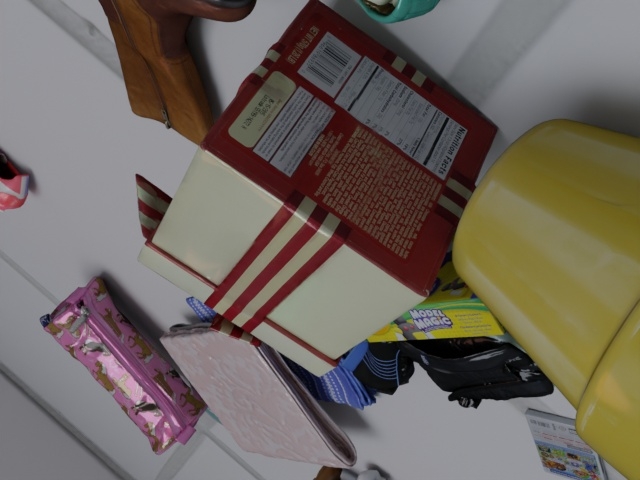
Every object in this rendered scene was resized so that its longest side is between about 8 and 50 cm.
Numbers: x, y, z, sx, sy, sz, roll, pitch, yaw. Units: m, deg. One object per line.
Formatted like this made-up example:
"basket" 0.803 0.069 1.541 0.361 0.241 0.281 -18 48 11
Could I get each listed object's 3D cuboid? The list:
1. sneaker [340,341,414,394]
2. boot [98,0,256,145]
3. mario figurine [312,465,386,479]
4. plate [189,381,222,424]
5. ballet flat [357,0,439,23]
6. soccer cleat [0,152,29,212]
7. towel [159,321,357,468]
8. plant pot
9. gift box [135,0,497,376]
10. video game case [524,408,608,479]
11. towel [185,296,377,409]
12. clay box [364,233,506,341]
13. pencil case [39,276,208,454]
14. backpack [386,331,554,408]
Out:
"sneaker" 0.099 0.142 0.969 0.090 0.081 0.232 35 153 6
"boot" -0.160 -0.207 0.819 0.264 0.096 0.280 24 143 24
"mario figurine" 0.139 0.535 1.361 0.321 0.170 0.198 29 -178 37
"plate" -0.220 0.360 1.575 0.188 0.024 0.188 26 143 21
"ballet flat" 0.001 -0.274 0.587 0.247 0.087 0.083 45 147 -3
"soccer cleat" -0.665 -0.157 1.414 0.248 0.083 0.095 40 117 12
"towel" -0.120 0.273 1.296 0.332 0.053 0.317 -13 115 53
"plant pot" 0.246 0.029 0.563 0.239 0.254 0.254 39 150 34
"gift box" -0.023 -0.054 0.718 0.276 0.255 0.258 37 145 -3
"video game case" 0.322 0.273 0.944 0.087 0.011 0.122 5 132 41
"towel" -0.077 0.184 1.222 0.336 0.040 0.243 -9 121 50
"clay box" 0.126 0.048 0.786 0.222 0.127 0.053 -12 118 50
"pencil case" -0.401 0.263 1.511 0.160 0.167 0.386 -38 95 20
"backpack" 0.185 0.111 0.806 0.152 0.115 0.182 38 153 -23
